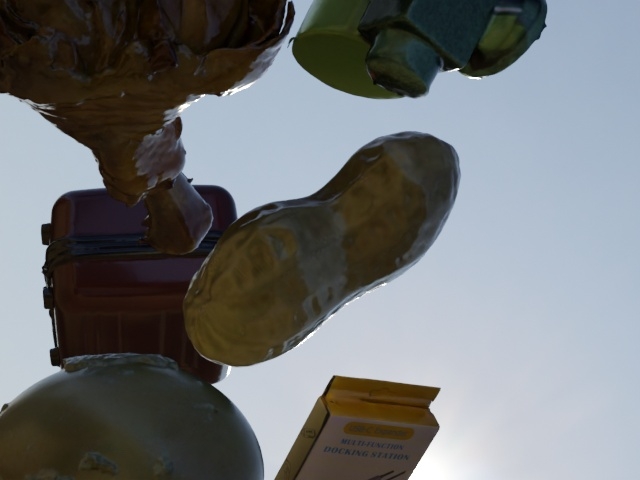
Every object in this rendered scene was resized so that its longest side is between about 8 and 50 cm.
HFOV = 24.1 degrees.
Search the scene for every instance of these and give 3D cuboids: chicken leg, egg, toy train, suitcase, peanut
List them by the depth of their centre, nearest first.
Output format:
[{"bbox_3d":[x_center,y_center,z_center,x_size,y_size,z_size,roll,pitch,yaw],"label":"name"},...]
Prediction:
[{"bbox_3d":[0.071,-0.188,0.836,0.105,0.253,0.157,34,-18,-28],"label":"toy train"},{"bbox_3d":[-0.140,0.164,1.066,0.201,0.164,0.164,4,-32,2],"label":"egg"},{"bbox_3d":[0.000,0.000,1.252,0.111,0.274,0.125,50,-6,44],"label":"peanut"},{"bbox_3d":[-0.149,-0.137,1.337,0.182,0.295,0.409,-89,163,-45],"label":"chicken leg"},{"bbox_3d":[-0.203,0.061,1.755,0.297,0.236,0.161,104,-18,-62],"label":"suitcase"}]

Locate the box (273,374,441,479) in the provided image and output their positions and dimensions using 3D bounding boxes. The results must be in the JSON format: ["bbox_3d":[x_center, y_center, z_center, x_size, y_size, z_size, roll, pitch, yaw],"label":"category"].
[{"bbox_3d":[0.016,0.235,1.433,0.247,0.129,0.033,-63,-147,28],"label":"box"}]
